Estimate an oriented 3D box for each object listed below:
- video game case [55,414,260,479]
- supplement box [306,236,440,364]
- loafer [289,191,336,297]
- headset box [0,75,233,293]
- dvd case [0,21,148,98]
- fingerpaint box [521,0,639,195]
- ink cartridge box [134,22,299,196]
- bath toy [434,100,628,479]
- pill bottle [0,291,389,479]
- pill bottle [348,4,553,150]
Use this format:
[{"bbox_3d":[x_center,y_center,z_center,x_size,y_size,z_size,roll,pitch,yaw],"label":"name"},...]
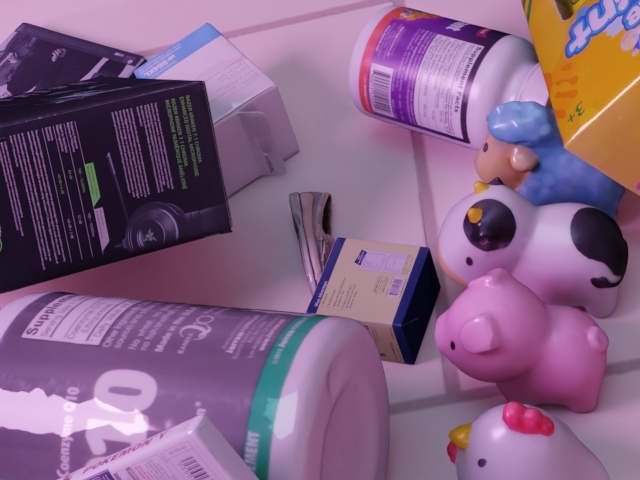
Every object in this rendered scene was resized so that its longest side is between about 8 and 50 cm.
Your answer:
[{"bbox_3d":[-0.083,0.221,0.977,0.183,0.201,0.023,-27,19,33],"label":"video game case"},{"bbox_3d":[0.045,0.049,1.215,0.083,0.056,0.083,7,53,23],"label":"supplement box"},{"bbox_3d":[0.000,0.000,1.283,0.039,0.045,0.125,-13,45,-2],"label":"loafer"},{"bbox_3d":[-0.240,-0.052,1.232,0.283,0.131,0.246,-17,14,-26],"label":"headset box"},{"bbox_3d":[-0.309,-0.119,1.493,0.179,0.029,0.238,20,59,30],"label":"dvd case"},{"bbox_3d":[0.362,-0.296,1.171,0.445,0.163,0.371,-43,35,31],"label":"fingerpaint box"},{"bbox_3d":[-0.093,-0.118,1.379,0.090,0.092,0.143,-34,48,-12],"label":"ink cartridge box"},{"bbox_3d":[0.156,0.057,1.126,0.151,0.129,0.348,-2,51,16],"label":"bath toy"},{"bbox_3d":[-0.146,0.144,1.096,0.361,0.204,0.204,3,52,21],"label":"pill bottle"},{"bbox_3d":[0.131,-0.139,1.314,0.193,0.108,0.108,21,59,31],"label":"pill bottle"}]
